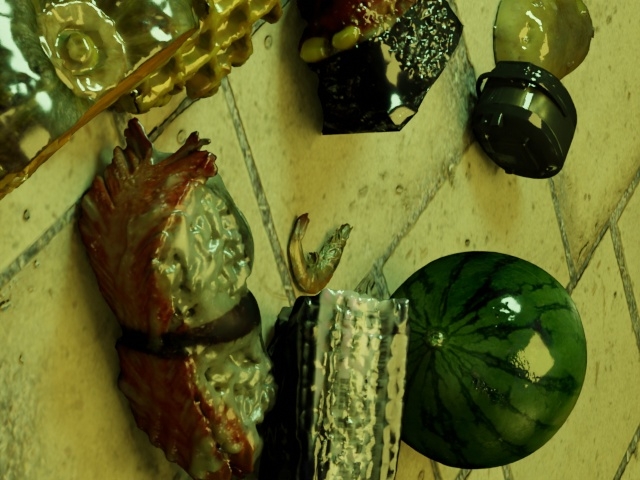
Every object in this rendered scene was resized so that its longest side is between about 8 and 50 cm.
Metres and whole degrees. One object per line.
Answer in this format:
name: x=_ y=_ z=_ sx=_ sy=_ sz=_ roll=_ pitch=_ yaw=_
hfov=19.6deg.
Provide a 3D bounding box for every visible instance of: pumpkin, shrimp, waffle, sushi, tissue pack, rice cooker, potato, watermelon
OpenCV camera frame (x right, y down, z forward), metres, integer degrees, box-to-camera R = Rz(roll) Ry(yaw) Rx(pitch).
pumpkin: x=-0.234 y=-0.109 z=1.345 sx=0.139 sy=0.222 sz=0.317 roll=49 pitch=40 yaw=-11
shrimp: x=0.000 y=0.000 z=1.919 sx=0.114 sy=0.023 sz=0.083 roll=-53 pitch=131 yaw=-42
waffle: x=-0.088 y=-0.224 z=1.582 sx=0.293 sy=0.069 sz=0.260 roll=-56 pitch=160 yaw=14
sushi: x=-0.117 y=0.062 z=1.610 sx=0.130 sy=0.124 sz=0.332 roll=-38 pitch=124 yaw=-42
tissue pack: x=-0.004 y=0.214 z=1.734 sx=0.245 sy=0.123 sz=0.332 roll=154 pitch=-57 yaw=-73
sushi: x=0.049 y=-0.222 z=1.892 sx=0.172 sy=0.153 sz=0.150 roll=-47 pitch=114 yaw=-23
rice cooker: x=0.249 y=-0.146 z=2.273 sx=0.165 sy=0.112 sz=0.106 roll=45 pitch=57 yaw=-51
potato: x=0.296 y=-0.259 z=2.392 sx=0.200 sy=0.081 sz=0.164 roll=-37 pitch=122 yaw=-52
watermelon: x=0.169 y=0.128 z=2.000 sx=0.242 sy=0.242 sz=0.242 roll=2 pitch=88 yaw=-61
